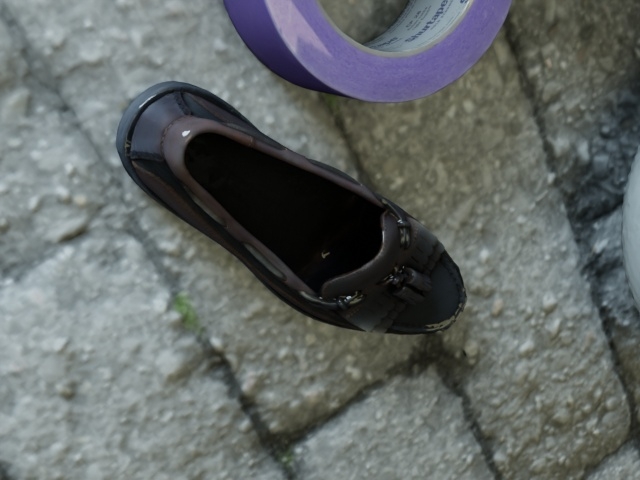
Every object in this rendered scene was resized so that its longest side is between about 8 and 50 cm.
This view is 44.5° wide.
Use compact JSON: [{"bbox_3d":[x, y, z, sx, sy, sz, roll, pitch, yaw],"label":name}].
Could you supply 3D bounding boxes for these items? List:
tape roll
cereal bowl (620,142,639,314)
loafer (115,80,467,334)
[{"bbox_3d":[0.032,-0.188,0.513,0.189,0.080,0.188,-7,108,-23],"label":"tape roll"},{"bbox_3d":[0.395,-0.037,0.698,0.339,0.141,0.338,-7,108,-23],"label":"cereal bowl"},{"bbox_3d":[0.000,0.000,0.543,0.303,0.095,0.109,32,90,-30],"label":"loafer"}]
